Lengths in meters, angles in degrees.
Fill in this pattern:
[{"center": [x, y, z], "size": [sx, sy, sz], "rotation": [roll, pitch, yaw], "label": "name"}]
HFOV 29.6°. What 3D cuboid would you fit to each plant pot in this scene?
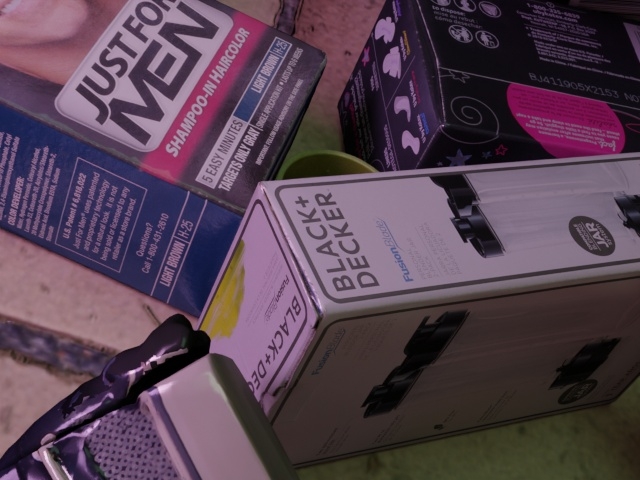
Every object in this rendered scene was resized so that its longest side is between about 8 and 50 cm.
[{"center": [0.000, 0.000, 0.760], "size": [0.083, 0.079, 0.083], "rotation": [13, 46, -14], "label": "plant pot"}]

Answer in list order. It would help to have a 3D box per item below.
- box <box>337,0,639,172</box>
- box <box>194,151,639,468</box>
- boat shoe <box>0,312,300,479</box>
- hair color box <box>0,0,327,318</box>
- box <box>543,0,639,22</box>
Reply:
[{"center": [0.154, -0.067, 0.846], "size": [0.247, 0.142, 0.163], "rotation": [9, 47, -19], "label": "box"}, {"center": [0.082, 0.039, 0.702], "size": [0.290, 0.169, 0.087], "rotation": [-7, 55, -28], "label": "box"}, {"center": [-0.044, 0.217, 0.544], "size": [0.158, 0.127, 0.341], "rotation": [-29, 81, 0], "label": "boat shoe"}, {"center": [-0.188, -0.109, 0.754], "size": [0.347, 0.105, 0.174], "rotation": [24, 45, -2], "label": "hair color box"}, {"center": [0.221, -0.308, 0.865], "size": [0.182, 0.296, 0.294], "rotation": [5, 80, 3], "label": "box"}]
